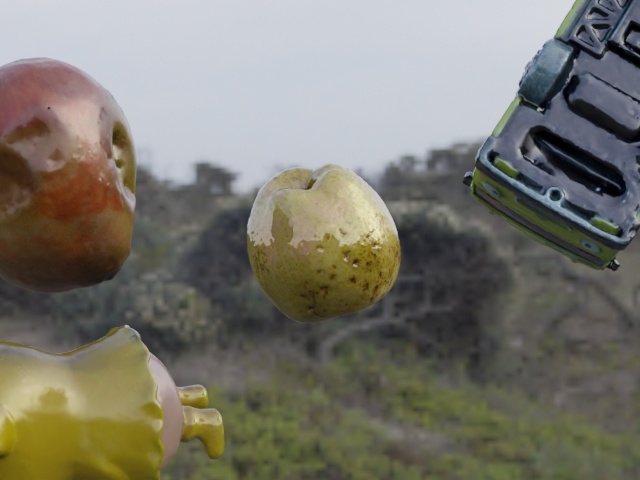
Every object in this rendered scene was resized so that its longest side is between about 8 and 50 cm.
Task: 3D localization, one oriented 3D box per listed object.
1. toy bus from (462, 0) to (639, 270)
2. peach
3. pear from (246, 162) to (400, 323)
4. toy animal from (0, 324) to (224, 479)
[{"bbox_3d":[0.215,-0.110,1.211,0.128,0.262,0.150,31,-16,6],"label":"toy bus"},{"bbox_3d":[-0.274,-0.059,1.712,0.214,0.235,0.214,-26,-3,-2],"label":"peach"},{"bbox_3d":[0.000,0.000,1.871,0.178,0.178,0.178,-2,1,0],"label":"pear"},{"bbox_3d":[-0.188,0.133,1.292,0.230,0.156,0.156,4,-2,-28],"label":"toy animal"}]
